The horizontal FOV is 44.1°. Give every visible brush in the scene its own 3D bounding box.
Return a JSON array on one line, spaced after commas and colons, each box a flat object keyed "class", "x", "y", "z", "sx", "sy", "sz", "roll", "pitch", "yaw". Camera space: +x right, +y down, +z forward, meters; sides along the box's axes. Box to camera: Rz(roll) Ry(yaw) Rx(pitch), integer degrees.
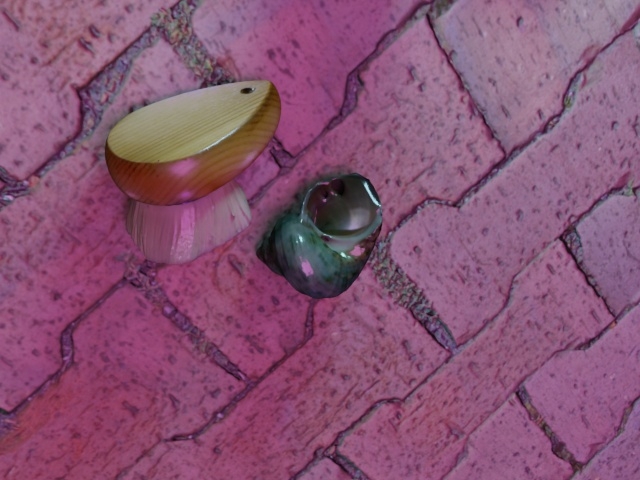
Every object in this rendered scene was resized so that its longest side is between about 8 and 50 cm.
[{"class": "brush", "x": -0.152, "y": -0.102, "z": 1.077, "sx": 0.266, "sy": 0.174, "sz": 0.166, "roll": -32, "pitch": 134, "yaw": -24}]

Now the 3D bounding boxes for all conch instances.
[{"class": "conch", "x": 0.002, "y": -0.001, "z": 1.196, "sx": 0.188, "sy": 0.122, "sz": 0.176, "roll": -17, "pitch": 96, "yaw": -17}]
